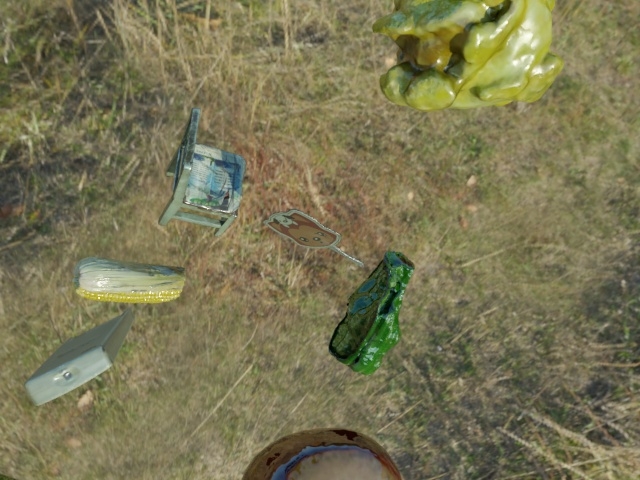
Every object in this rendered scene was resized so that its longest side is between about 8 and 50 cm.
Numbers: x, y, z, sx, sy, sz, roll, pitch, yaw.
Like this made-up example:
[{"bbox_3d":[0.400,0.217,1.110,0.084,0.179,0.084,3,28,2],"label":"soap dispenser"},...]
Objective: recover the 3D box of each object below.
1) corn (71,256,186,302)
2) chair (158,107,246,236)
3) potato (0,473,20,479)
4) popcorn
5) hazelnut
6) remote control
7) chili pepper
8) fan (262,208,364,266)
[{"bbox_3d":[-0.510,0.105,1.850,0.305,0.123,0.122,7,44,-42],"label":"corn"},{"bbox_3d":[-0.217,-0.123,1.340,0.147,0.270,0.136,12,64,-20],"label":"chair"},{"bbox_3d":[-0.499,0.357,0.938,0.225,0.117,0.090,3,65,-8],"label":"potato"},{"bbox_3d":[0.203,-0.305,0.936,0.235,0.250,0.241,13,20,43],"label":"popcorn"},{"bbox_3d":[-0.003,0.636,1.660,0.409,0.359,0.359,2,62,-16],"label":"hazelnut"},{"bbox_3d":[-0.352,0.167,1.042,0.123,0.285,0.038,-27,98,-6],"label":"remote control"},{"bbox_3d":[0.176,0.227,2.070,0.167,0.385,0.213,17,18,-27],"label":"chili pepper"},{"bbox_3d":[0.000,0.000,1.280,0.220,0.132,0.009,30,65,-27],"label":"fan"}]
